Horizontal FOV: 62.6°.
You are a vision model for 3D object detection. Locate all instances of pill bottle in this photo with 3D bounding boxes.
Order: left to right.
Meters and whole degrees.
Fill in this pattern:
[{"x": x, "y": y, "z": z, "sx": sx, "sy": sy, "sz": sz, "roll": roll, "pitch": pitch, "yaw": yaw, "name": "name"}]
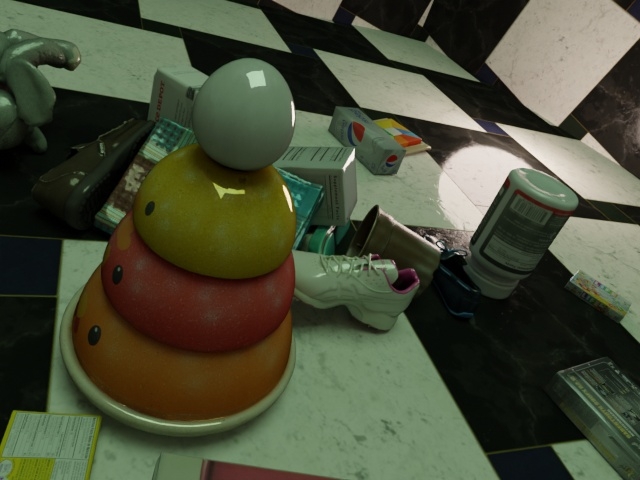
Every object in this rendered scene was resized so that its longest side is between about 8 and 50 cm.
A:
[{"x": 0.450, "y": -0.012, "z": 1.228, "sx": 0.161, "sy": 0.283, "sz": 0.161, "roll": 15, "pitch": 33, "yaw": -10, "name": "pill bottle"}]

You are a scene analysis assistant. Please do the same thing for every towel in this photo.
[{"x": -0.205, "y": -0.064, "z": 1.019, "sx": 0.370, "sy": 0.040, "sz": 0.272, "roll": 25, "pitch": 68, "yaw": 0, "name": "towel"}]

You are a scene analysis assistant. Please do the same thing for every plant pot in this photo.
[{"x": 0.153, "y": 0.034, "z": 1.120, "sx": 0.165, "sy": 0.167, "sz": 0.167, "roll": 27, "pitch": 32, "yaw": -7, "name": "plant pot"}]

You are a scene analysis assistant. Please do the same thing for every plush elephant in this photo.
[{"x": -0.640, "y": -0.284, "z": 1.057, "sx": 0.271, "sy": 0.256, "sz": 0.330, "roll": -20, "pitch": -3, "yaw": 5, "name": "plush elephant"}]

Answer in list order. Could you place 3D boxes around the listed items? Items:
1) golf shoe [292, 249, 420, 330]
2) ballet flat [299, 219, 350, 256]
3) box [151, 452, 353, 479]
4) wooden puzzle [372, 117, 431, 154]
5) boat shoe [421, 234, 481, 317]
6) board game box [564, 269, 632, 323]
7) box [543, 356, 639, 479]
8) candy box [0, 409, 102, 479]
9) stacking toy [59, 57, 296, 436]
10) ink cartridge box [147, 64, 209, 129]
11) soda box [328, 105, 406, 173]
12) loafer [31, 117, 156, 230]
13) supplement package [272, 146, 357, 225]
[{"x": 0.053, "y": 0.063, "z": 0.962, "sx": 0.306, "sy": 0.140, "sz": 0.115, "roll": 22, "pitch": 33, "yaw": -34, "name": "golf shoe"}, {"x": 0.000, "y": 0.000, "z": 1.158, "sx": 0.087, "sy": 0.083, "sz": 0.247, "roll": 2, "pitch": 29, "yaw": 15, "name": "ballet flat"}, {"x": -0.075, "y": 0.331, "z": 0.551, "sx": 0.232, "sy": 0.149, "sz": 0.127, "roll": 13, "pitch": 34, "yaw": -12, "name": "box"}, {"x": 0.252, "y": -0.374, "z": 1.863, "sx": 0.238, "sy": 0.044, "sz": 0.221, "roll": -16, "pitch": 48, "yaw": -44, "name": "wooden puzzle"}, {"x": 0.307, "y": 0.064, "z": 1.216, "sx": 0.108, "sy": 0.089, "sz": 0.258, "roll": 3, "pitch": 37, "yaw": -26, "name": "boat shoe"}, {"x": 0.740, "y": 0.146, "z": 1.403, "sx": 0.154, "sy": 0.026, "sz": 0.103, "roll": 38, "pitch": 36, "yaw": 24, "name": "board game box"}, {"x": 0.571, "y": 0.338, "z": 0.999, "sx": 0.183, "sy": 0.056, "sz": 0.231, "roll": -4, "pitch": 40, "yaw": -33, "name": "box"}, {"x": -0.318, "y": 0.286, "z": 0.589, "sx": 0.105, "sy": 0.027, "sz": 0.206, "roll": 12, "pitch": 34, "yaw": -19, "name": "candy box"}, {"x": -0.145, "y": -0.013, "z": 0.704, "sx": 0.350, "sy": 0.480, "sz": 0.351, "roll": 15, "pitch": 33, "yaw": -10, "name": "stacking toy"}, {"x": -0.274, "y": -0.272, "z": 1.267, "sx": 0.272, "sy": 0.198, "sz": 0.114, "roll": 33, "pitch": 34, "yaw": 16, "name": "ink cartridge box"}, {"x": 0.143, "y": -0.323, "z": 1.681, "sx": 0.098, "sy": 0.091, "sz": 0.286, "roll": -5, "pitch": 41, "yaw": -35, "name": "soda box"}, {"x": -0.448, "y": -0.166, "z": 1.072, "sx": 0.130, "sy": 0.134, "sz": 0.366, "roll": 20, "pitch": 32, "yaw": -3, "name": "loafer"}, {"x": -0.050, "y": -0.123, "z": 1.164, "sx": 0.243, "sy": 0.139, "sz": 0.134, "roll": 4, "pitch": 30, "yaw": 14, "name": "supplement package"}]
